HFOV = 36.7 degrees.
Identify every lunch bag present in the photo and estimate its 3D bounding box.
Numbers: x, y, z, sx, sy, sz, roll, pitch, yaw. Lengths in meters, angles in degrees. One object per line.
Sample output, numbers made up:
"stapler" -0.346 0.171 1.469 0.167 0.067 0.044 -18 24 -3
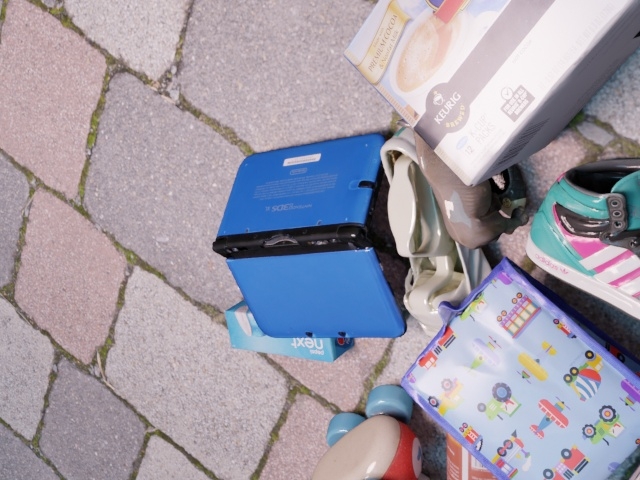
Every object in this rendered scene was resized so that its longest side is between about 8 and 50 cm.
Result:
"lunch bag" 0.263 0.183 1.256 0.293 0.138 0.221 40 104 5

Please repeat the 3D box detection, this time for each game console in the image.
"game console" 0.000 0.000 1.456 0.293 0.250 0.173 -5 150 40

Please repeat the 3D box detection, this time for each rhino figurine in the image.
"rhino figurine" 0.172 -0.099 1.232 0.073 0.106 0.243 -8 113 57

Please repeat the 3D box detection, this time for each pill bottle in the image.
"pill bottle" 0.246 0.351 1.420 0.121 0.121 0.216 11 115 32

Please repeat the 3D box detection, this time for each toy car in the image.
"toy car" 0.126 0.392 1.510 0.238 0.219 0.210 34 130 -17

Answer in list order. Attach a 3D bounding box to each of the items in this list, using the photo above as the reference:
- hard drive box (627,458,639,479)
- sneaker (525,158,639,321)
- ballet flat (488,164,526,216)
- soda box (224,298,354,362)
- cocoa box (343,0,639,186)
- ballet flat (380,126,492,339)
"hard drive box" 0.444 0.277 1.175 0.089 0.232 0.181 35 125 19
"sneaker" 0.399 -0.011 1.165 0.295 0.124 0.178 25 131 27
"ballet flat" 0.223 -0.107 1.289 0.057 0.049 0.173 -23 95 40
"soda box" -0.053 0.144 1.582 0.210 0.067 0.071 3 111 34
"cocoa box" 0.239 -0.276 1.087 0.228 0.231 0.347 48 129 13
"ballet flat" 0.159 0.026 1.337 0.139 0.139 0.400 -4 107 37
